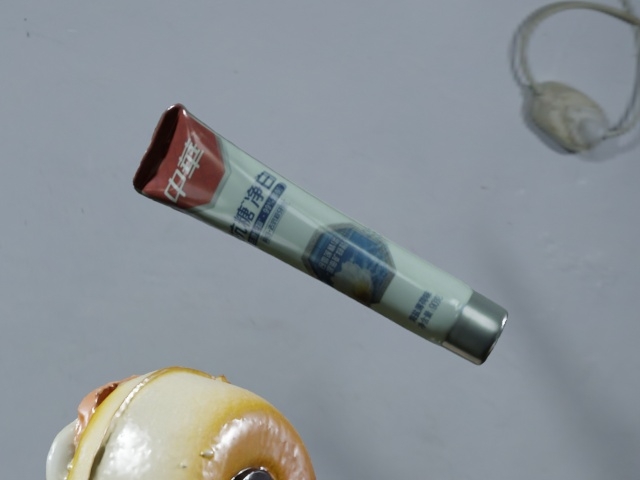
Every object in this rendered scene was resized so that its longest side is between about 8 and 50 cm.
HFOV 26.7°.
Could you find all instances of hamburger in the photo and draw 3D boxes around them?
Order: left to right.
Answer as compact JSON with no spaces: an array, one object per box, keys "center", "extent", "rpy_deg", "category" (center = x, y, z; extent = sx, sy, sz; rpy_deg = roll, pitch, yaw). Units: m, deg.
[{"center":[-0.097,0.201,0.995],"extent":[0.236,0.147,0.237],"rpy_deg":[6,82,-53],"category":"hamburger"}]

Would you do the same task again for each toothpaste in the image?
[{"center":[0.000,0.000,0.803],"extent":[0.239,0.039,0.062],"rpy_deg":[30,106,6],"category":"toothpaste"}]
